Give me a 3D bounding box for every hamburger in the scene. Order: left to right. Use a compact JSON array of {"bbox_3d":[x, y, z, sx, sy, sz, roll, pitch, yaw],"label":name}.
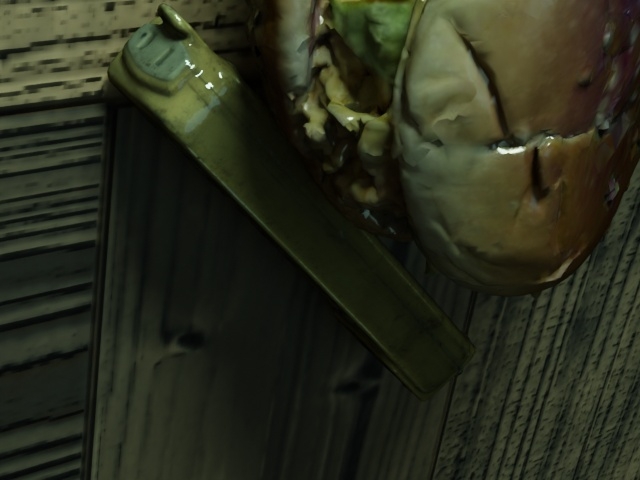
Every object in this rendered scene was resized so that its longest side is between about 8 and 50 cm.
[{"bbox_3d":[0.080,-0.122,0.480,0.243,0.146,0.286,-2,103,-63],"label":"hamburger"}]

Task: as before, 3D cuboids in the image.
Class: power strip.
[{"bbox_3d":[0.000,0.000,0.571,0.044,0.064,0.305,-46,138,-2],"label":"power strip"}]
